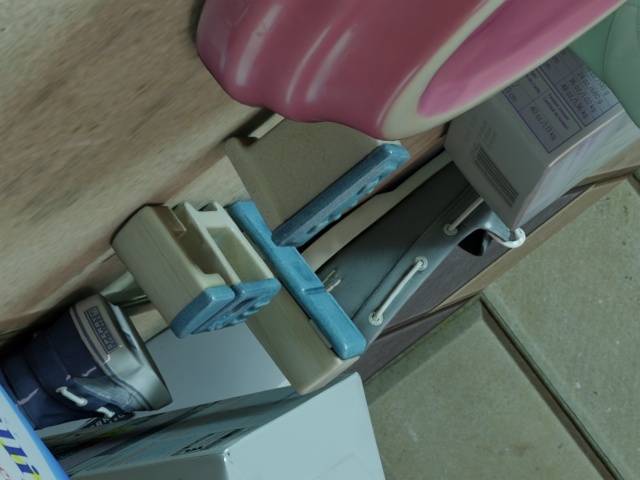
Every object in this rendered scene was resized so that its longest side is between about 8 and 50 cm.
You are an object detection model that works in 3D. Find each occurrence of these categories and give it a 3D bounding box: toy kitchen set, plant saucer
[{"bbox_3d":[0.000,0.000,1.134,0.166,0.122,0.207,-39,172,13],"label":"toy kitchen set"},{"bbox_3d":[0.101,-0.150,0.847,0.332,0.084,0.332,-36,173,-5],"label":"plant saucer"}]

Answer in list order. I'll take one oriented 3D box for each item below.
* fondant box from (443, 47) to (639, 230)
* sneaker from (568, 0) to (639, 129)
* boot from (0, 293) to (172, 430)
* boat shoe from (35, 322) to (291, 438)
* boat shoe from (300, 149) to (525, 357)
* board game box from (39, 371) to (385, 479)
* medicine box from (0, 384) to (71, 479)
[{"bbox_3d":[0.253,-0.156,1.430,0.330,0.096,0.238,-37,172,-7],"label":"fondant box"},{"bbox_3d":[0.238,-0.151,1.181,0.094,0.151,0.256,-32,170,-23],"label":"sneaker"},{"bbox_3d":[-0.151,0.084,1.219,0.086,0.069,0.190,-29,164,-2],"label":"boot"},{"bbox_3d":[-0.122,0.146,1.465,0.267,0.096,0.088,-34,148,-7],"label":"boat shoe"},{"bbox_3d":[0.115,-0.020,1.607,0.319,0.099,0.116,-34,172,-18],"label":"boat shoe"},{"bbox_3d":[-0.138,0.175,1.251,0.303,0.097,0.224,-12,-178,24],"label":"board game box"},{"bbox_3d":[-0.268,0.173,0.882,0.263,0.149,0.289,-38,173,6],"label":"medicine box"}]
